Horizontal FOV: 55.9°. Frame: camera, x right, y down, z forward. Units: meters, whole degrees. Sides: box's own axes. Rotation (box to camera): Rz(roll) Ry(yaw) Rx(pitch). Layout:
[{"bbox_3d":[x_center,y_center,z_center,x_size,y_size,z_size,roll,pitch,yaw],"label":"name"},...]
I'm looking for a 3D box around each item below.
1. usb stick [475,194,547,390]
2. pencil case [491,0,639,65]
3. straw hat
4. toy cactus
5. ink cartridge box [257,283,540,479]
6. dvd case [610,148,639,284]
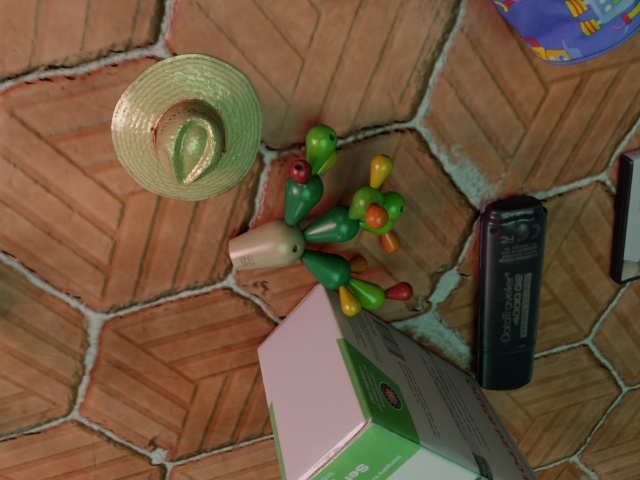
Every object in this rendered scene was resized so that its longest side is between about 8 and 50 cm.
[{"bbox_3d":[0.226,0.075,0.725,0.077,0.045,0.277,-9,123,0],"label":"usb stick"},{"bbox_3d":[0.131,-0.264,0.447,0.306,0.133,0.119,32,77,-29],"label":"pencil case"},{"bbox_3d":[-0.115,-0.086,0.532,0.145,0.061,0.144,-7,122,-11],"label":"straw hat"},{"bbox_3d":[0.000,0.000,0.600,0.181,0.112,0.218,-16,133,8],"label":"toy cactus"},{"bbox_3d":[0.088,0.207,0.671,0.289,0.211,0.121,34,108,-28],"label":"ink cartridge box"},{"bbox_3d":[0.472,-0.054,0.718,0.253,0.022,0.180,-16,123,-4],"label":"dvd case"}]
